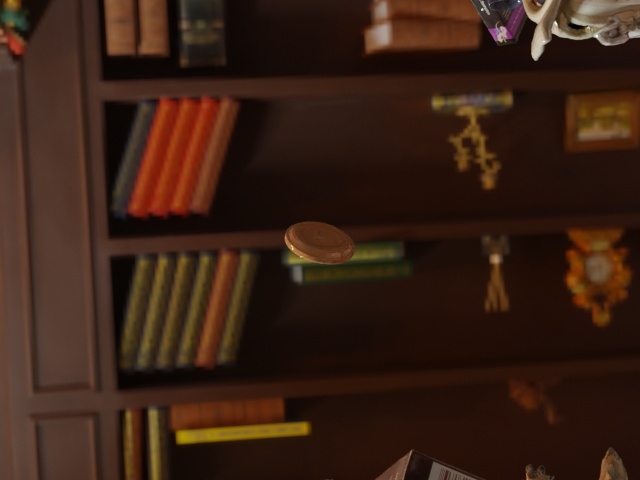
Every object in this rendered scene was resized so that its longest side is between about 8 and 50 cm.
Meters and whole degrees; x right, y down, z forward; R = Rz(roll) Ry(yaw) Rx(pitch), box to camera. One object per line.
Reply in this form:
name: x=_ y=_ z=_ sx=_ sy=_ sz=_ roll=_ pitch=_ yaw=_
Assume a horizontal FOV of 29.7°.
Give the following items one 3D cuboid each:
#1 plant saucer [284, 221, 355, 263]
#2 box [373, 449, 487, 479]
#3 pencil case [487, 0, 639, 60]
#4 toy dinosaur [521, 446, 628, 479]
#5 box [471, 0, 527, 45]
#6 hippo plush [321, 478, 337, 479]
plant saucer: x=0.000 y=0.000 z=1.417 sx=0.083 sy=0.013 sz=0.083 roll=11 pitch=-151 yaw=-6
box: x=0.122 y=0.365 z=1.360 sx=0.168 sy=0.167 sz=0.203 roll=23 pitch=150 yaw=-5
pencil case: x=0.300 y=-0.189 z=0.664 sx=0.410 sy=0.183 sz=0.160 roll=0 pitch=-178 yaw=-4
toy dinosaur: x=0.234 y=0.314 z=1.134 sx=0.296 sy=0.200 sz=0.127 roll=-43 pitch=-128 yaw=-18
box: x=0.189 y=-0.313 z=1.330 sx=0.029 sy=0.116 sz=0.162 roll=-2 pitch=138 yaw=40
hippo plush: x=0.051 y=0.338 z=0.978 sx=0.236 sy=0.234 sz=0.294 roll=27 pitch=169 yaw=-17
